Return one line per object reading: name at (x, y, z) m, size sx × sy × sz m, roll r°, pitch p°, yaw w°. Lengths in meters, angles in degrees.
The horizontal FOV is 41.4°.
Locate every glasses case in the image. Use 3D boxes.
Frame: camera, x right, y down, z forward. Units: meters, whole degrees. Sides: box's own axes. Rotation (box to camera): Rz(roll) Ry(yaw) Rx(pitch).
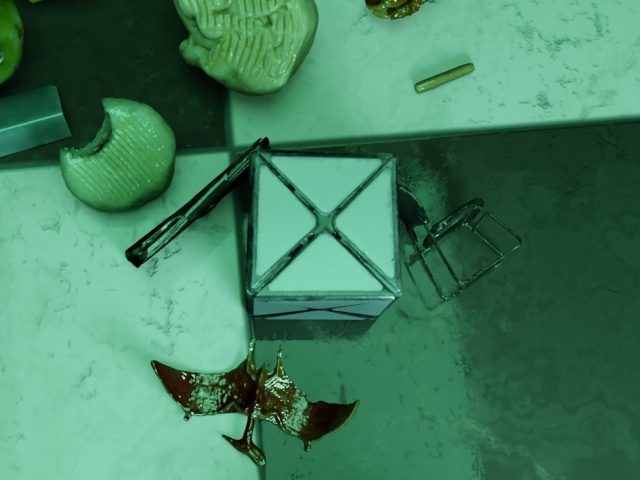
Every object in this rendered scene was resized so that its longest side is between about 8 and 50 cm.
glasses case at (-0.610, -0.210, 1.572) m, size 0.266 × 0.056 × 0.105 m, roll -18°, pitch 79°, yaw -9°

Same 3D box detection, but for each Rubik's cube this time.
Rubik's cube at (0.000, 0.000, 1.471) m, size 0.254 × 0.259 × 0.260 m, roll 2°, pitch 79°, yaw -3°

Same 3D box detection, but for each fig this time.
fig at (-0.669, -0.405, 1.571) m, size 0.206 × 0.206 × 0.275 m, roll -36°, pitch 53°, yaw -12°

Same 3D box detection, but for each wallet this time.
wallet at (-0.214, -0.067, 1.513) m, size 0.318 × 0.172 × 0.045 m, roll -42°, pitch 98°, yaw -14°

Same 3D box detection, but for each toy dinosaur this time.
toy dinosaur at (-0.122, 0.265, 1.463) m, size 0.327 × 0.113 × 0.206 m, roll 37°, pitch 76°, yaw 7°

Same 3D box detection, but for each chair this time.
chair at (0.234, -0.026, 1.558) m, size 0.145 × 0.140 × 0.221 m, roll -34°, pitch 78°, yaw -12°

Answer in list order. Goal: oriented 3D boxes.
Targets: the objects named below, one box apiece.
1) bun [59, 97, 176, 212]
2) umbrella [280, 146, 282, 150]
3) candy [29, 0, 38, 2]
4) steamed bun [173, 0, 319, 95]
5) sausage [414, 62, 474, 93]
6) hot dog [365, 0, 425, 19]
bun at (-0.366, -0.158, 1.543) m, size 0.212 × 0.126 × 0.204 m, roll -20°, pitch 104°, yaw -4°
umbrella at (-0.082, -0.140, 1.619) m, size 0.031 × 0.020 × 0.083 m, roll 23°, pitch 70°, yaw -40°
candy at (-0.531, -0.614, 1.646) m, size 0.146 × 0.088 × 0.276 m, roll -9°, pitch 77°, yaw 13°
steamed bun at (-0.144, -0.429, 1.598) m, size 0.289 × 0.203 × 0.276 m, roll 26°, pitch 100°, yaw 4°
sausage at (0.249, -0.326, 1.692) m, size 0.132 × 0.024 × 0.024 m, roll -23°, pitch 79°, yaw -9°
hot dog at (0.236, -0.564, 1.692) m, size 0.117 × 0.158 × 0.349 m, roll 47°, pitch 72°, yaw -11°
